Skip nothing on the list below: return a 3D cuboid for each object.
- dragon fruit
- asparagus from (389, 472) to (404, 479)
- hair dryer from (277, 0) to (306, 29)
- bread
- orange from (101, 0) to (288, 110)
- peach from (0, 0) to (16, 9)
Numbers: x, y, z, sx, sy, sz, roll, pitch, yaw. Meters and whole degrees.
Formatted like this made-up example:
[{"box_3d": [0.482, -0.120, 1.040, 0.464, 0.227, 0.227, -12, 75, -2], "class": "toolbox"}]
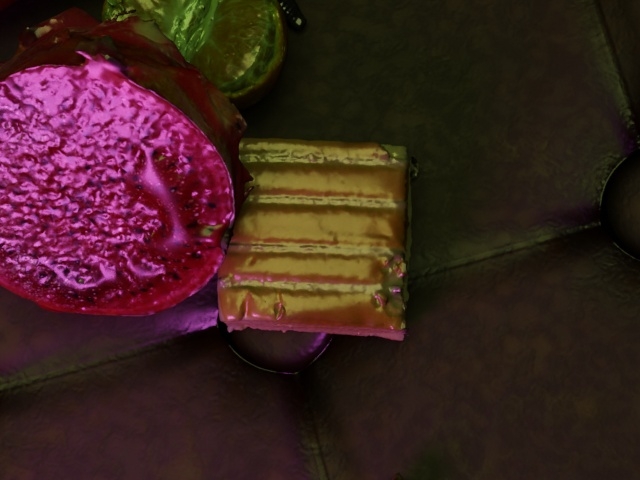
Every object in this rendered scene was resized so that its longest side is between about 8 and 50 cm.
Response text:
[{"box_3d": [-0.258, -0.107, 1.734, 0.371, 0.386, 0.249, 16, 39, -6], "class": "dragon fruit"}, {"box_3d": [0.051, 0.414, 1.765, 0.080, 0.080, 0.287, 19, 79, 7], "class": "asparagus"}, {"box_3d": [-0.130, -0.411, 1.946, 0.189, 0.107, 0.344, -44, 89, -8], "class": "hair dryer"}, {"box_3d": [0.000, 0.000, 1.834, 0.246, 0.111, 0.239, 1, 81, 1], "class": "bread"}, {"box_3d": [-0.149, -0.259, 1.868, 0.237, 0.158, 0.179, 22, 87, 11], "class": "orange"}, {"box_3d": [-0.447, -0.419, 1.856, 0.332, 0.308, 0.308, -16, 77, -28], "class": "peach"}]
